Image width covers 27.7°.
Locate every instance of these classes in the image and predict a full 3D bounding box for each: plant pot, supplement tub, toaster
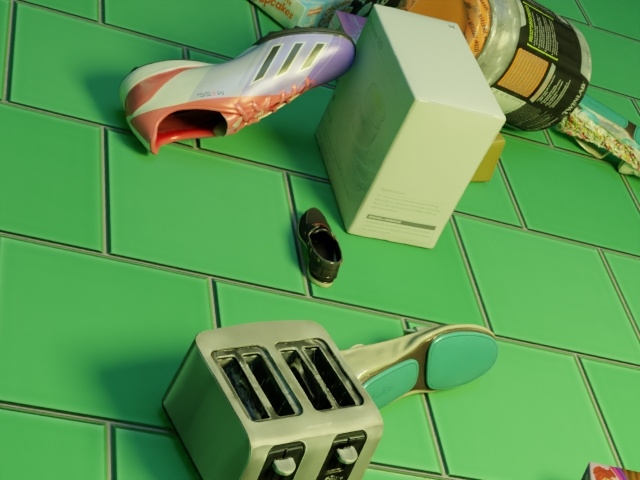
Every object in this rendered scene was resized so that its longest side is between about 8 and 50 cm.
[{"bbox_3d":[0.205,-0.134,1.893,0.083,0.081,0.081,-11,49,-28],"label":"plant pot"},{"bbox_3d":[0.258,-0.286,1.954,0.316,0.193,0.193,15,32,-51],"label":"supplement tub"},{"bbox_3d":[-0.051,0.170,1.291,0.168,0.110,0.186,-2,44,-37],"label":"toaster"}]

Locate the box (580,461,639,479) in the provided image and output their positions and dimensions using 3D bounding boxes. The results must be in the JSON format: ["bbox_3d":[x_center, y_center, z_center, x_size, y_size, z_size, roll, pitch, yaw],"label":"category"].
[{"bbox_3d":[0.373,0.369,1.328,0.200,0.057,0.293,11,37,-2],"label":"box"}]

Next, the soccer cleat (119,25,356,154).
[{"bbox_3d":[-0.095,-0.190,1.678,0.318,0.109,0.116,-14,54,-13],"label":"soccer cleat"}]

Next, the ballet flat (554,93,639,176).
[{"bbox_3d":[0.488,-0.156,2.110,0.241,0.077,0.091,35,36,7],"label":"ballet flat"}]

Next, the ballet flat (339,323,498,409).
[{"bbox_3d":[0.097,0.134,1.474,0.248,0.086,0.086,-11,49,-41],"label":"ballet flat"}]

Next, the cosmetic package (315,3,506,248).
[{"bbox_3d":[0.110,-0.152,1.718,0.138,0.225,0.224,11,37,-23],"label":"cosmetic package"}]

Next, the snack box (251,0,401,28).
[{"bbox_3d":[-0.007,-0.441,2.162,0.187,0.060,0.322,40,36,18],"label":"snack box"}]

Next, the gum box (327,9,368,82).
[{"bbox_3d":[0.078,-0.275,2.000,0.107,0.062,0.188,9,38,-25],"label":"gum box"}]

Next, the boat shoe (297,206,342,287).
[{"bbox_3d":[0.002,0.000,1.610,0.049,0.042,0.133,12,36,-17],"label":"boat shoe"}]
